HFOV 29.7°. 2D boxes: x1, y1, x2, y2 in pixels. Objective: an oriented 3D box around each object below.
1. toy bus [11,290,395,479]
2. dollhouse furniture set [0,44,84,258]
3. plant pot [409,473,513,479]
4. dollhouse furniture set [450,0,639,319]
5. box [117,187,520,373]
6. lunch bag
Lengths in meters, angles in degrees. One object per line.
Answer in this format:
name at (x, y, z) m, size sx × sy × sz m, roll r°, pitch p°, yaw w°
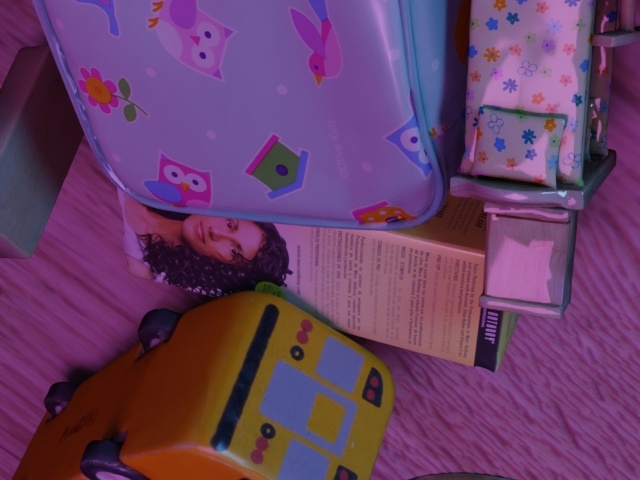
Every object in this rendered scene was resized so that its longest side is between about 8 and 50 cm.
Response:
toy bus at (-0.100, 0.138, 0.781) m, size 0.130 × 0.108 × 0.333 m, roll 31°, pitch 146°, yaw -18°
dollhouse furniture set at (-0.229, -0.088, 0.680) m, size 0.123 × 0.144 × 0.151 m, roll 0°, pitch 150°, yaw 31°
plant pot at (0.128, 0.259, 0.846) m, size 0.236 × 0.032 × 0.236 m, roll 14°, pitch 130°, yaw 17°
dollhouse furniture set at (0.145, -0.038, 0.520) m, size 0.161 × 0.101 × 0.182 m, roll 7°, pitch 108°, yaw 21°
box at (0.000, 0.000, 0.689) m, size 0.232 × 0.058 × 0.087 m, roll 13°, pitch 130°, yaw 16°
lunch bag at (-0.041, -0.144, 0.563) m, size 0.224 × 0.108 × 0.279 m, roll 5°, pitch 126°, yaw 29°
